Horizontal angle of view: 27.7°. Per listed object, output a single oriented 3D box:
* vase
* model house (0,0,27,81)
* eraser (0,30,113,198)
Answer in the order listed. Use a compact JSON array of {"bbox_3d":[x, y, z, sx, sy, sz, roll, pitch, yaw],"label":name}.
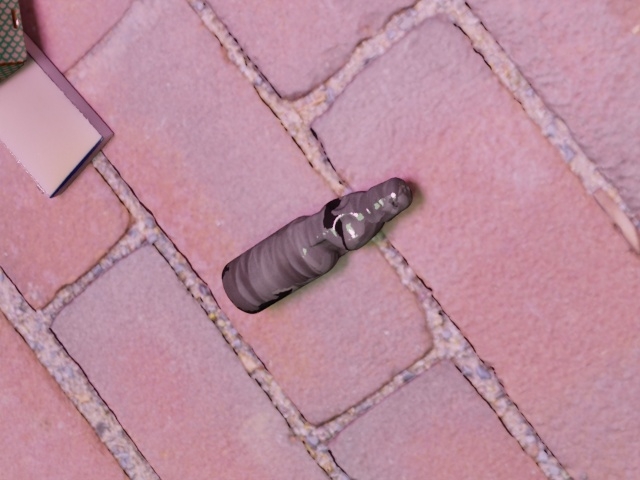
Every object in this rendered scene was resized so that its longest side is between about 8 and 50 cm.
[{"bbox_3d":[0.000,0.000,1.211,0.211,0.060,0.060,-31,93,29],"label":"vase"},{"bbox_3d":[-0.403,-0.216,1.250,0.206,0.178,0.271,38,117,23],"label":"model house"},{"bbox_3d":[-0.292,-0.129,1.323,0.150,0.023,0.104,49,121,3],"label":"eraser"}]
